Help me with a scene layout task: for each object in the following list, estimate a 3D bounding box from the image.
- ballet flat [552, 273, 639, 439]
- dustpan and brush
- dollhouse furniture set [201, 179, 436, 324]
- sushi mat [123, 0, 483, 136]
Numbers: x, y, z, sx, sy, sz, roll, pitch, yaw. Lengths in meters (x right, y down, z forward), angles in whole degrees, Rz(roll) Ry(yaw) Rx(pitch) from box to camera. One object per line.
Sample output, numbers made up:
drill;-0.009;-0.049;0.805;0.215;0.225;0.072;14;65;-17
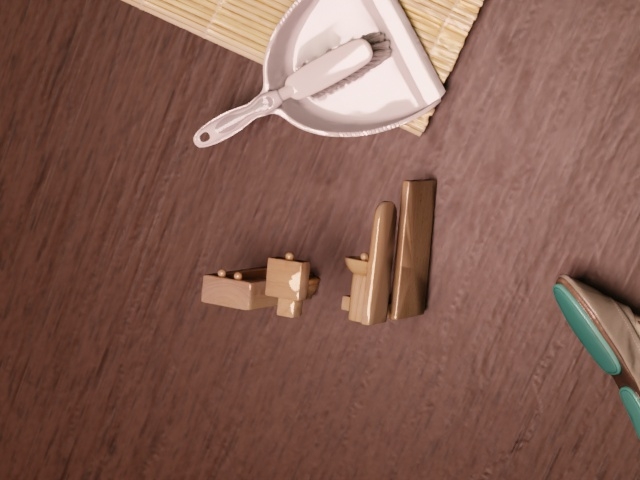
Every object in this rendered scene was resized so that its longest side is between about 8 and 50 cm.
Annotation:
ballet flat;0.280;0.110;1.425;0.068;0.072;0.213;-31;92;-10
dustpan and brush;-0.017;-0.137;1.436;0.211;0.060;0.147;-27;93;19
dollhouse furniture set;0.000;0.000;1.446;0.151;0.144;0.123;9;97;28
sushi mat;-0.019;-0.224;1.463;0.317;0.019;0.151;25;106;9
